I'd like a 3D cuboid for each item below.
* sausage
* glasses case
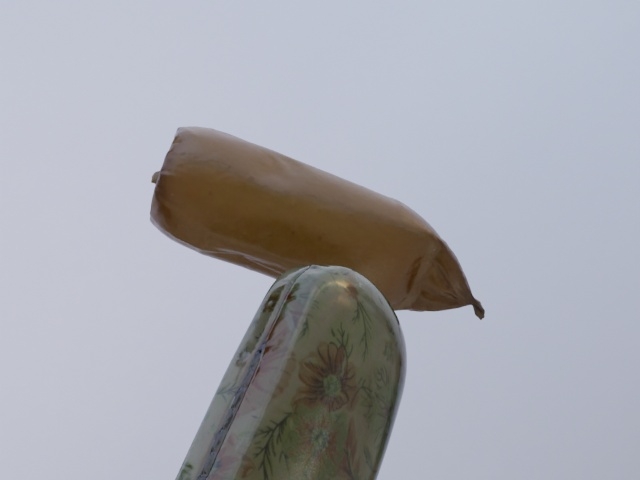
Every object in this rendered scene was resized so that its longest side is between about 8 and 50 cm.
[{"bbox_3d":[0.003,-0.005,1.155,0.328,0.112,0.112,21,-62,-9],"label":"sausage"},{"bbox_3d":[-0.043,0.209,0.920,0.156,0.098,0.425,52,-130,-39],"label":"glasses case"}]
